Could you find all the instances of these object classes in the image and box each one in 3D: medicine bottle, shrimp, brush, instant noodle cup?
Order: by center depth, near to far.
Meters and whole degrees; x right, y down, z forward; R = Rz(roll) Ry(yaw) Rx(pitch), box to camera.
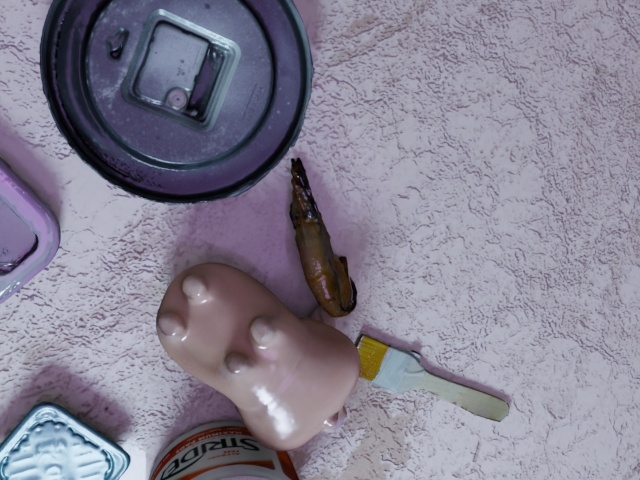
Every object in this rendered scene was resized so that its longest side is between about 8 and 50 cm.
[{"bbox_3d":[-0.141,0.438,1.078,0.252,0.241,0.253,-3,102,-14],"label":"medicine bottle"},{"bbox_3d":[-0.404,0.340,1.084,0.179,0.070,0.157,41,87,-17],"label":"instant noodle cup"},{"bbox_3d":[-0.008,-0.001,1.131,0.066,0.117,0.262,-16,82,18],"label":"shrimp"},{"bbox_3d":[0.199,0.255,1.243,0.336,0.020,0.086,25,93,-18],"label":"brush"}]

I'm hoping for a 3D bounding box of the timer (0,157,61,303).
[{"bbox_3d":[-0.491,-0.017,0.996,0.190,0.069,0.208,-41,106,-4],"label":"timer"}]

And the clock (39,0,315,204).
[{"bbox_3d":[-0.203,-0.245,1.021,0.385,0.076,0.387,-2,100,-13],"label":"clock"}]

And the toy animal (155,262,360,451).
[{"bbox_3d":[-0.096,0.171,1.060,0.326,0.269,0.237,38,89,15],"label":"toy animal"}]
